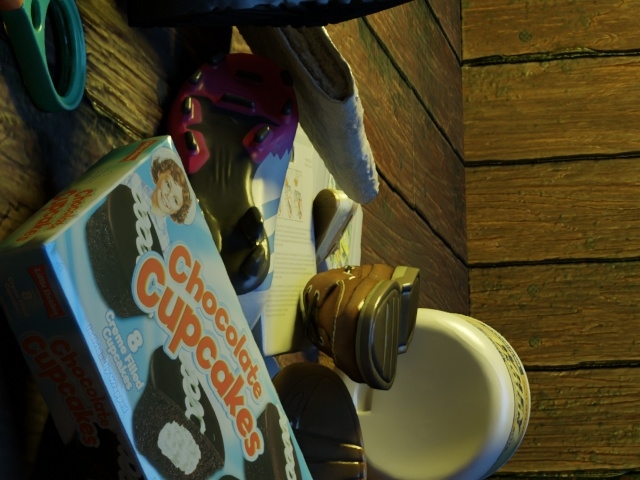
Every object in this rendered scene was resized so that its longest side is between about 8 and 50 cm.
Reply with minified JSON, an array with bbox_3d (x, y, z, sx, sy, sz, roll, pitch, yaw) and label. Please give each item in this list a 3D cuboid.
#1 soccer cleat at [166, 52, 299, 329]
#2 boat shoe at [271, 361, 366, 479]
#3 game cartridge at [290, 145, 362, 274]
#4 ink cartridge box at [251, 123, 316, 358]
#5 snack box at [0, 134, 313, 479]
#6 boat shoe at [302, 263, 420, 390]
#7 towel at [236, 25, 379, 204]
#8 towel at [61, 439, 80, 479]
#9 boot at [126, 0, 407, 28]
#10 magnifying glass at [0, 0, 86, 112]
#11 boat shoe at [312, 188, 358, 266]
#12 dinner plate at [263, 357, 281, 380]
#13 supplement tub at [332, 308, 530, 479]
[{"bbox_3d":[-0.092,-0.030,1.731,0.331,0.116,0.143,-83,-173,-48],"label":"soccer cleat"},{"bbox_3d":[-0.034,0.290,1.922,0.110,0.121,0.341,152,-55,-61],"label":"boat shoe"},{"bbox_3d":[-0.001,-0.026,2.269,0.294,0.060,0.196,72,23,-53],"label":"game cartridge"},{"bbox_3d":[-0.057,-0.005,1.961,0.275,0.060,0.239,7,80,-79],"label":"ink cartridge box"},{"bbox_3d":[-0.109,0.109,1.393,0.187,0.060,0.322,-49,122,-55],"label":"snack box"},{"bbox_3d":[0.031,0.084,1.988,0.307,0.104,0.111,-19,115,-80],"label":"boat shoe"},{"bbox_3d":[-0.025,-0.180,1.870,0.282,0.049,0.187,58,-7,30],"label":"towel"},{"bbox_3d":[-0.120,0.174,1.556,0.227,0.076,0.308,-82,164,-46],"label":"towel"},{"bbox_3d":[-0.026,-0.309,1.595,0.348,0.131,0.260,-7,90,-42],"label":"boot"},{"bbox_3d":[-0.203,-0.159,1.356,0.231,0.026,0.092,56,33,-68],"label":"magnifying glass"},{"bbox_3d":[0.000,0.000,2.120,0.135,0.045,0.050,-56,-129,36],"label":"boat shoe"},{"bbox_3d":[-0.046,0.190,2.080,0.141,0.017,0.141,-5,90,-79],"label":"dinner plate"},{"bbox_3d":[0.144,0.203,2.485,0.316,0.228,0.228,16,72,-78],"label":"supplement tub"}]
